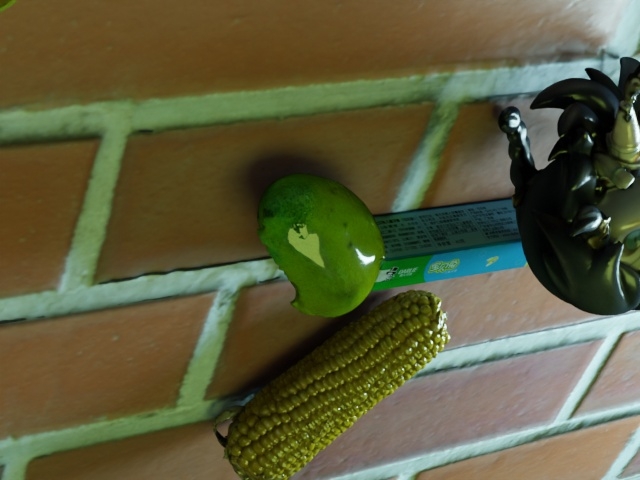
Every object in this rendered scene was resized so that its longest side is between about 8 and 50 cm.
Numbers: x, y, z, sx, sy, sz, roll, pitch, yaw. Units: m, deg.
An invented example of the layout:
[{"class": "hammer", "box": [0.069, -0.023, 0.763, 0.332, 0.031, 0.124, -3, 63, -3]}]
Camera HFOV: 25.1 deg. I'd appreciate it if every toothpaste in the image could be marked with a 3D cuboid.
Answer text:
[{"class": "toothpaste", "box": [0.154, -0.002, 1.500, 0.267, 0.065, 0.050, -8, 142, -31]}]

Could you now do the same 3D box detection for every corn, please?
[{"class": "corn", "box": [0.017, 0.155, 1.565, 0.293, 0.106, 0.106, -39, 145, 3]}]

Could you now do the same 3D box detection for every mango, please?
[{"class": "mango", "box": [0.001, -0.001, 1.332, 0.100, 0.119, 0.178, -20, 150, 16]}]

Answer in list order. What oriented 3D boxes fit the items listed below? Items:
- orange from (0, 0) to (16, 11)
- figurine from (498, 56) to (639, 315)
[{"class": "orange", "box": [-0.184, -0.237, 0.845, 0.237, 0.179, 0.158, -29, 148, 0]}, {"class": "figurine", "box": [0.275, -0.055, 1.405, 0.175, 0.197, 0.265, -10, 108, -17]}]
